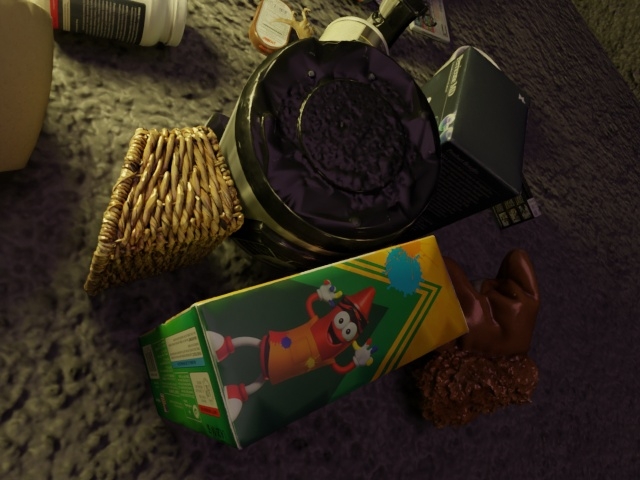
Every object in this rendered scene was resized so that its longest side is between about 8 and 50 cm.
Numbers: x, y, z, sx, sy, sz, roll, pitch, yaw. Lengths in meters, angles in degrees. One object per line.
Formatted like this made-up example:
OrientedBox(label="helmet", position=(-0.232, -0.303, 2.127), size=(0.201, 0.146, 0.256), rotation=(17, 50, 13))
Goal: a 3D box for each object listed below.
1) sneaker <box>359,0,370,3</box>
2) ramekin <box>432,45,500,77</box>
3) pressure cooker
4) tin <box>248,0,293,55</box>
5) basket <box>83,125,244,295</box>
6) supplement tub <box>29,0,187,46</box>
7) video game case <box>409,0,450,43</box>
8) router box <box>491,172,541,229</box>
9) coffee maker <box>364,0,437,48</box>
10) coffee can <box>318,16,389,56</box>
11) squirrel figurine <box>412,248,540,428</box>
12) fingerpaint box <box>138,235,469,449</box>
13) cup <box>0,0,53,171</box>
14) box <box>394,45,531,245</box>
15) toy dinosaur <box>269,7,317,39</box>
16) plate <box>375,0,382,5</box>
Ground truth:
OrientedBox(label="sneaker", position=(0.094, -0.813, 1.324), size=(0.349, 0.131, 0.148), rotation=(-26, 118, -21))
OrientedBox(label="ramekin", position=(0.505, -0.501, 1.449), size=(0.276, 0.135, 0.278), rotation=(10, 69, -27))
OrientedBox(label="pressure cooker", position=(-0.017, -0.129, 0.837), size=(0.375, 0.420, 0.370), rotation=(-20, 90, -24))
OrientedBox(label="tin", position=(-0.132, -0.588, 1.160), size=(0.106, 0.040, 0.190), rotation=(19, 65, -20))
OrientedBox(label="basket", position=(-0.301, -0.058, 0.715), size=(0.222, 0.299, 0.214), rotation=(-17, 84, -33))
OrientedBox(label="supplement tub", position=(-0.427, -0.510, 0.861), size=(0.272, 0.191, 0.191), rotation=(-1, 74, -31))
OrientedBox(label="video game case", position=(0.391, -0.837, 1.565), size=(0.183, 0.023, 0.202), rotation=(5, 72, -30))
OrientedBox(label="router box", position=(0.621, -0.139, 1.394), size=(0.046, 0.133, 0.179), rotation=(-17, 83, -33))
OrientedBox(label="coffee maker", position=(0.233, -0.674, 1.319), size=(0.120, 0.178, 0.171), rotation=(-24, 84, -32))
OrientedBox(label="coffee can", position=(0.042, -0.412, 1.101), size=(0.201, 0.201, 0.276), rotation=(36, 59, -16))
OrientedBox(label="squirrel figurine", position=(0.306, 0.236, 1.004), size=(0.369, 0.281, 0.398), rotation=(-2, 72, -25))
OrientedBox(label="fingerpaint box", position=(-0.061, 0.158, 0.698), size=(0.370, 0.444, 0.163), rotation=(-14, 82, -34))
OrientedBox(label="cup", position=(-0.566, -0.218, 0.634), size=(0.330, 0.331, 0.237), rotation=(-14, 107, -33))
OrientedBox(label="box", position=(0.273, -0.205, 1.051), size=(0.211, 0.395, 0.294), rotation=(31, 60, -19))
OrientedBox(label="toy dinosaur", position=(-0.054, -0.583, 1.156), size=(0.183, 0.053, 0.093), rotation=(17, 70, -47))
OrientedBox(label="plate", position=(0.226, -0.979, 1.430), size=(0.278, 0.045, 0.277), rotation=(-40, 98, 4))
